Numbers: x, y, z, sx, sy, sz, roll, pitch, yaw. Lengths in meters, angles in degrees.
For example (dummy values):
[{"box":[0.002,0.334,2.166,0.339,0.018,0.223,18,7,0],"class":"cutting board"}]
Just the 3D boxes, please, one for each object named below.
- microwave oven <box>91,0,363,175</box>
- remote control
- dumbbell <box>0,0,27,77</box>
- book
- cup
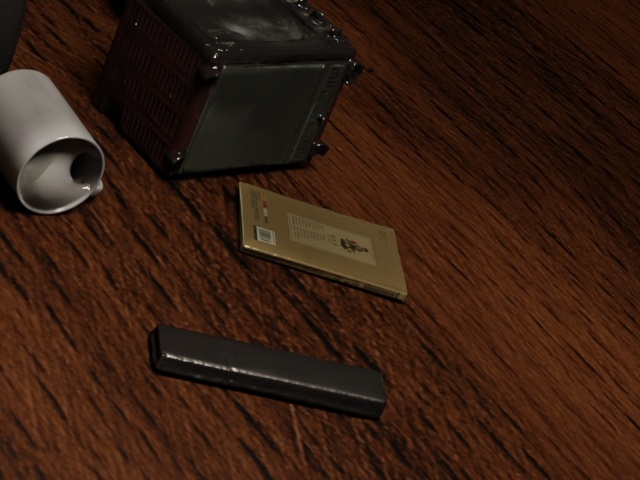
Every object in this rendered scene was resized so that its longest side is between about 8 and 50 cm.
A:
[{"box":[-0.107,-0.195,2.010,0.247,0.188,0.178,-7,43,-46],"class":"microwave oven"},{"box":[-0.050,0.129,1.697,0.245,0.025,0.063,14,35,-21],"class":"remote control"},{"box":[-0.487,-0.264,1.798,0.322,0.204,0.204,10,33,-29],"class":"dumbbell"},{"box":[0.000,0.000,1.954,0.198,0.016,0.138,18,30,-15],"class":"book"},{"box":[-0.292,-0.091,1.809,0.099,0.136,0.133,-28,51,-15],"class":"cup"}]
